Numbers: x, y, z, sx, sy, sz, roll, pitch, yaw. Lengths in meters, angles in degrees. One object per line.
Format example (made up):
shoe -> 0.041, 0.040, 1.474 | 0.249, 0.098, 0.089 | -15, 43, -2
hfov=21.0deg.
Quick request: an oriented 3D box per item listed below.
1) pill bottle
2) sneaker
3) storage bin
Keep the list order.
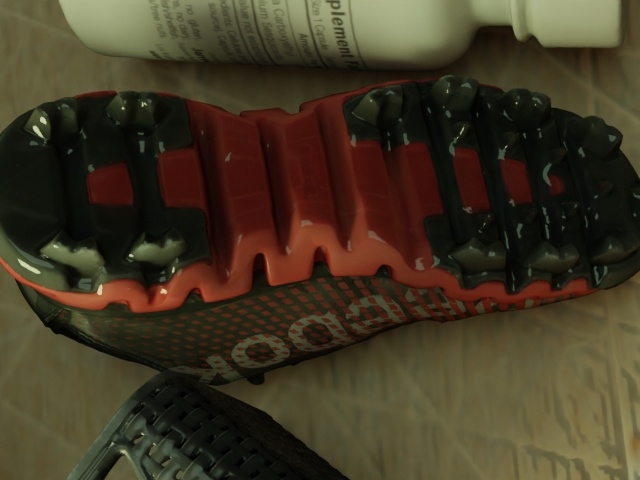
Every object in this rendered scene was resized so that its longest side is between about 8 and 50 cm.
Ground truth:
pill bottle -> 0.014, -0.136, 0.720 | 0.229, 0.131, 0.131 | 4, 79, 13
sneaker -> 0.000, 0.000, 0.714 | 0.276, 0.135, 0.097 | -2, 64, -12
storage bin -> -0.043, 0.130, 0.649 | 0.084, 0.180, 0.122 | 37, 88, 17
